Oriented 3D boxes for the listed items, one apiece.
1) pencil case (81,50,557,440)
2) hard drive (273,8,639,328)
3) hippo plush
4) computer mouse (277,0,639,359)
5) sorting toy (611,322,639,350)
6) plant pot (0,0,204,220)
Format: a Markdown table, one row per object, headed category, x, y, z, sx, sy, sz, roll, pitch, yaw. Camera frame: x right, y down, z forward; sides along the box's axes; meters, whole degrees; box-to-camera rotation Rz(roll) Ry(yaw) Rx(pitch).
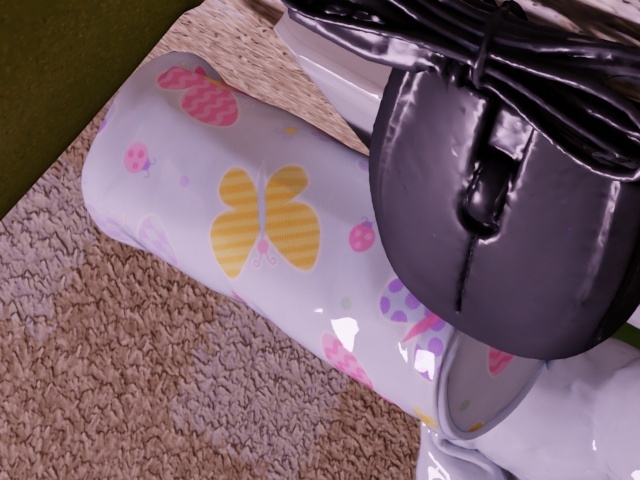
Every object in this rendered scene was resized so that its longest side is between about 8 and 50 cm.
| category | x | y | z | sx | sy | sz | roll | pitch | yaw |
| --- | --- | --- | --- | --- | --- | --- | --- | --- | --- |
| pencil case | 0.000 | 0.000 | 1.038 | 0.273 | 0.113 | 0.124 | 30 | -175 | 32 |
| hard drive | 0.103 | -0.030 | 1.008 | 0.203 | 0.040 | 0.307 | 30 | 176 | 17 |
| hippo plush | 0.195 | 0.103 | 1.260 | 0.237 | 0.234 | 0.294 | 11 | 126 | 24 |
| computer mouse | 0.065 | -0.017 | 0.784 | 0.188 | 0.072 | 0.272 | 28 | 164 | 20 |
| sorting toy | 0.215 | 0.084 | 1.491 | 0.366 | 0.127 | 0.126 | 28 | -154 | 13 |
| plant pot | -0.239 | -0.077 | 0.620 | 0.366 | 0.353 | 0.366 | 31 | 177 | 2 |
